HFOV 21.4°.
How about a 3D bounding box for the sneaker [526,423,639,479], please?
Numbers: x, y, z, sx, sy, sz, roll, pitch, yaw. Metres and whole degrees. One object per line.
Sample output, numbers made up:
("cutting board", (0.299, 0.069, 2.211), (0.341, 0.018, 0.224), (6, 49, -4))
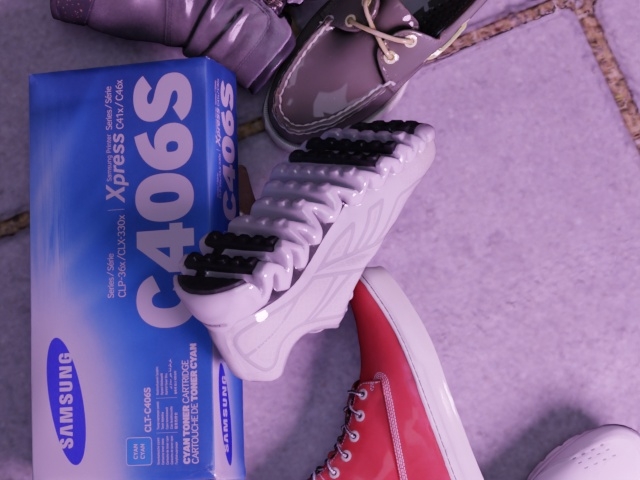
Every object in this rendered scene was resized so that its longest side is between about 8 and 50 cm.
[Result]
("sneaker", (0.181, 0.277, 1.386), (0.111, 0.129, 0.297), (35, 81, 6))

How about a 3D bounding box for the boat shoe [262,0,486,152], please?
("boat shoe", (0.067, -0.198, 1.476), (0.305, 0.091, 0.109), (-43, 84, -7))

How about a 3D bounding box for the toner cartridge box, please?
("toner cartridge box", (-0.154, 0.028, 1.418), (0.165, 0.075, 0.347), (-5, 82, 18))

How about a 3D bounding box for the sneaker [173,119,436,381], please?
("sneaker", (0.000, 0.000, 1.396), (0.292, 0.110, 0.118), (-43, 125, -34))

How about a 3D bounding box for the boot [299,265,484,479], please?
("boot", (0.025, 0.155, 1.425), (0.176, 0.088, 0.244), (-20, 86, -3))

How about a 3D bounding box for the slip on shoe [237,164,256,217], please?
("slip on shoe", (-0.079, -0.048, 1.472), (0.041, 0.051, 0.135), (-42, 77, -1))

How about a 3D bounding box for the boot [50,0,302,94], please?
("boot", (-0.085, -0.314, 1.474), (0.223, 0.118, 0.338), (17, 99, -6))
